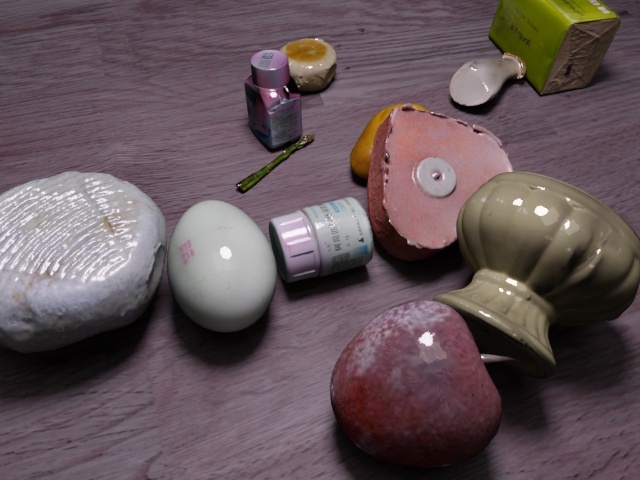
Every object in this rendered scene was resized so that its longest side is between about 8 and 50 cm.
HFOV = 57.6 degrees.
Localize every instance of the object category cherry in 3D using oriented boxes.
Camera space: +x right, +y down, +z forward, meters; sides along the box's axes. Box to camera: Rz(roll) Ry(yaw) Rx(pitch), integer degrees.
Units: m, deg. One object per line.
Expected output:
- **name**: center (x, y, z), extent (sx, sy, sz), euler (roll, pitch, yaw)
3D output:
- **cherry**: center (0.150, 0.207, 0.852), extent (0.285, 0.213, 0.236), euler (-16, 66, 8)

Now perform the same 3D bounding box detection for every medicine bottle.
- **medicine bottle**: center (-0.104, -0.310, 1.269), extent (0.094, 0.188, 0.119), euler (-26, 53, -20)
- **medicine bottle**: center (0.000, 0.000, 1.073), extent (0.168, 0.135, 0.135), euler (-15, 54, -12)

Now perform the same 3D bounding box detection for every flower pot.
- **flower pot**: center (0.331, 0.067, 0.948), extent (0.307, 0.307, 0.244), euler (33, 77, 21)

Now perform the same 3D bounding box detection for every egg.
- **egg**: center (-0.172, 0.037, 1.003), extent (0.182, 0.183, 0.264), euler (-13, 47, -12)

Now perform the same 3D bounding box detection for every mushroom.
- **mushroom**: center (0.411, -0.402, 1.439), extent (0.116, 0.093, 0.225), euler (43, 51, 16)

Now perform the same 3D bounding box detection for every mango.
- **mango**: center (0.154, -0.213, 1.263), extent (0.227, 0.109, 0.147), euler (-34, 67, -16)

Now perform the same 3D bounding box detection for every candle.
- **candle**: center (0.204, -0.121, 1.144), extent (0.316, 0.131, 0.287), euler (-37, 89, -26)

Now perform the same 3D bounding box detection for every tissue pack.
- **tissue pack**: center (0.578, -0.538, 1.473), extent (0.167, 0.200, 0.275), euler (-11, 53, -13)

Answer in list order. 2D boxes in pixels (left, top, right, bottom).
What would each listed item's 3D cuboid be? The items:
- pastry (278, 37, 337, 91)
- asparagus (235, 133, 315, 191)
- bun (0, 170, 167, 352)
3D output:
- **pastry**: center (-0.036, -0.436, 1.440), extent (0.165, 0.088, 0.166), euler (2, 50, -2)
- **asparagus**: center (-0.094, -0.175, 1.274), extent (0.023, 0.022, 0.233), euler (25, 54, 38)
- **bun**: center (-0.422, 0.043, 0.981), extent (0.354, 0.194, 0.355), euler (0, 50, 0)
